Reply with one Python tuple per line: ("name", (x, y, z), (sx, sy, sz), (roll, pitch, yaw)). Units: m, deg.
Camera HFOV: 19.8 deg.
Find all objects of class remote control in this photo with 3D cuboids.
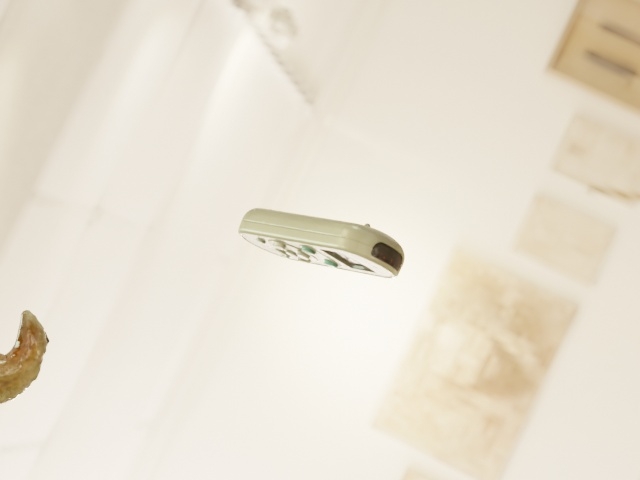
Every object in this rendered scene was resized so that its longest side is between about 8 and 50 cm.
("remote control", (0.000, 0.000, 1.845), (0.221, 0.078, 0.042), (8, 71, 50))

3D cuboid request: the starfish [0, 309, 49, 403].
("starfish", (-0.293, -0.006, 0.951), (0.094, 0.327, 0.375), (-40, -13, -54))
